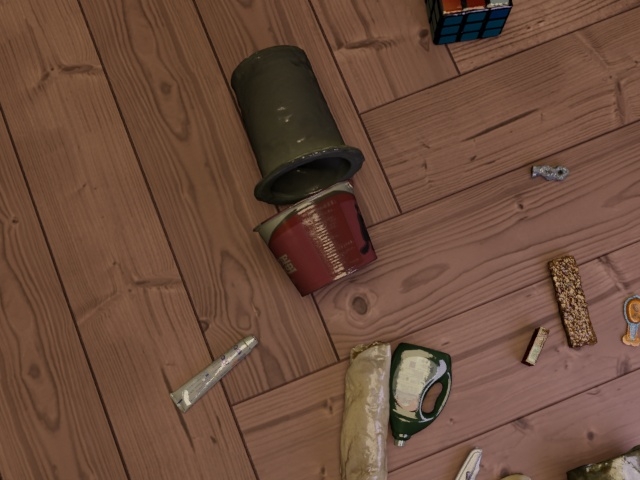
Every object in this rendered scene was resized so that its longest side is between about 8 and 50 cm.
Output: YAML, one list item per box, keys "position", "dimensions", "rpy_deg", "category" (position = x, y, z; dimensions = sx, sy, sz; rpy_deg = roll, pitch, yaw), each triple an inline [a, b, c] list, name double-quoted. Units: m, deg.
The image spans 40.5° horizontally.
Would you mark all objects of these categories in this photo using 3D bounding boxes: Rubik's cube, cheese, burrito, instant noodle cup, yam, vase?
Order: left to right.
- position: [-0.064, -0.256, 1.851]
  dimensions: [0.245, 0.245, 0.291]
  rpy_deg: [-18, 74, -3]
  category: "vase"
- position: [0.000, 0.000, 1.804]
  dimensions: [0.235, 0.235, 0.178]
  rpy_deg: [-27, 88, -4]
  category: "instant noodle cup"
- position: [0.089, 0.401, 1.779]
  dimensions: [0.076, 0.117, 0.391]
  rpy_deg: [11, 79, -40]
  category: "burrito"
- position: [0.323, -0.548, 1.931]
  dimensions: [0.161, 0.162, 0.163]
  rpy_deg: [-9, 78, 0]
  category: "Rubik's cube"
- position: [0.611, 0.561, 1.692]
  dimensions: [0.195, 0.195, 0.300]
  rpy_deg: [-15, 78, -2]
  category: "yam"
- position: [0.671, 0.171, 1.855]
  dimensions: [0.047, 0.017, 0.111]
  rpy_deg: [10, 79, 6]
  category: "cheese"

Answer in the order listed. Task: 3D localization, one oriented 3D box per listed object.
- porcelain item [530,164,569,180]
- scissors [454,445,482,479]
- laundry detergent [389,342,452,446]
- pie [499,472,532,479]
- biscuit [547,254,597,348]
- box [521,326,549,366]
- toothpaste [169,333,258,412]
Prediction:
- position: [0.508, -0.151, 1.916]
  dimensions: [0.083, 0.028, 0.036]
  rpy_deg: [2, 76, 0]
  category: "porcelain item"
- position: [0.276, 0.537, 1.780]
  dimensions: [0.118, 0.030, 0.242]
  rpy_deg: [23, 84, 5]
  category: "scissors"
- position: [0.198, 0.327, 1.808]
  dimensions: [0.137, 0.063, 0.210]
  rpy_deg: [13, 79, 0]
  category: "laundry detergent"
- position: [0.407, 0.595, 1.758]
  dimensions: [0.185, 0.052, 0.218]
  rpy_deg: [-41, 79, -1]
  category: "pie"
- position: [0.538, 0.132, 1.856]
  dimensions: [0.064, 0.034, 0.199]
  rpy_deg: [-12, 78, -1]
  category: "biscuit"
- position: [0.454, 0.224, 1.830]
  dimensions: [0.023, 0.051, 0.082]
  rpy_deg: [25, 81, 5]
  category: "box"
- position: [-0.224, 0.277, 1.842]
  dimensions: [0.218, 0.033, 0.052]
  rpy_deg: [-40, 77, -4]
  category: "toothpaste"
